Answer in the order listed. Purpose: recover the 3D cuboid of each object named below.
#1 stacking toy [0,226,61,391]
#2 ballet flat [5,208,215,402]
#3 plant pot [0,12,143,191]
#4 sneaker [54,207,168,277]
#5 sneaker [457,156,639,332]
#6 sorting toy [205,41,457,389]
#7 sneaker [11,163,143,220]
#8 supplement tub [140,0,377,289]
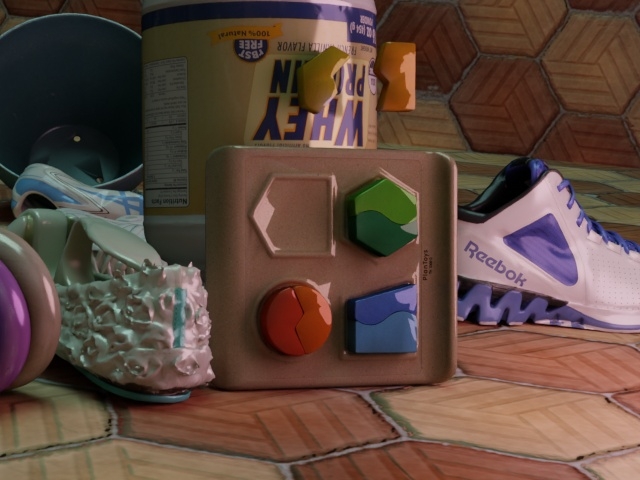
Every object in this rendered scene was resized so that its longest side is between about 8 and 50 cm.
[{"bbox_3d":[-0.341,0.086,1.080,0.141,0.141,0.330,9,17,27],"label":"stacking toy"},{"bbox_3d":[-0.227,0.039,1.352,0.147,0.147,0.409,-5,12,-41],"label":"ballet flat"},{"bbox_3d":[-0.361,-0.156,2.144,0.290,0.290,0.195,3,-27,-8],"label":"plant pot"},{"bbox_3d":[-0.226,0.016,1.624,0.115,0.090,0.232,16,16,38],"label":"sneaker"},{"bbox_3d":[0.273,0.000,1.634,0.315,0.182,0.127,2,11,-12],"label":"sneaker"},{"bbox_3d":[0.014,-0.024,1.298,0.229,0.307,0.041,0,-1,-16],"label":"sorting toy"},{"bbox_3d":[-0.294,-0.032,1.944,0.237,0.086,0.085,16,-25,6],"label":"sneaker"},{"bbox_3d":[-0.058,-0.090,1.420,0.228,0.316,0.228,-1,1,0],"label":"supplement tub"}]
